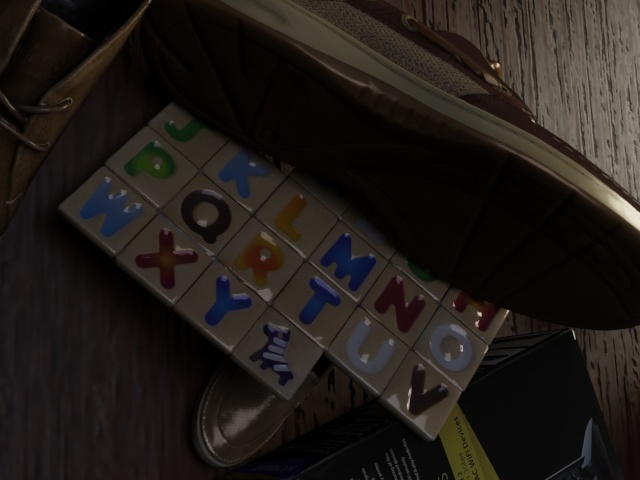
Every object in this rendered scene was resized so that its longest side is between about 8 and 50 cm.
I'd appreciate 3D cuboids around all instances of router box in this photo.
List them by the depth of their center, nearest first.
[{"bbox_3d":[0.101,0.238,0.648,0.243,0.081,0.309,-19,91,-36],"label":"router box"}]

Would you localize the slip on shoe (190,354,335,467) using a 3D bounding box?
[{"bbox_3d":[-0.021,0.077,0.622,0.135,0.041,0.051,-42,104,-34],"label":"slip on shoe"}]

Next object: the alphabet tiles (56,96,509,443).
[{"bbox_3d":[0.000,0.000,0.619,0.237,0.009,0.198,40,51,-2],"label":"alphabet tiles"}]

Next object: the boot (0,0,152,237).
[{"bbox_3d":[-0.167,-0.063,0.508,0.112,0.115,0.305,39,62,-24],"label":"boot"}]

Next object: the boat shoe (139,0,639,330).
[{"bbox_3d":[0.069,-0.073,0.622,0.342,0.123,0.123,29,54,-3],"label":"boat shoe"}]
